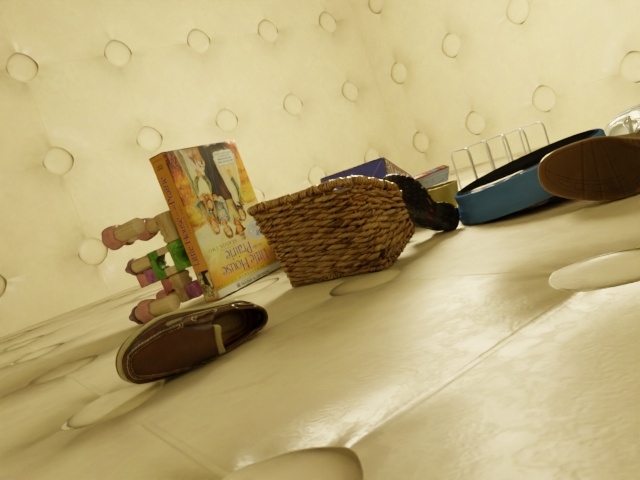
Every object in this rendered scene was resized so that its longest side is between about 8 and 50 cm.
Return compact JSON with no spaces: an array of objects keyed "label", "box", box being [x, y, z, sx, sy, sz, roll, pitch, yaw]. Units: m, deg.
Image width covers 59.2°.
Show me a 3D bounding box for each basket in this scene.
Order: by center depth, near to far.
[{"label":"basket","box":[0.034,-0.056,1.264,0.299,0.222,0.213,-15,22,39]}]

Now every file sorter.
[{"label":"file sorter","box":[0.596,-0.262,1.864,0.278,0.172,0.193,-20,5,-4]}]

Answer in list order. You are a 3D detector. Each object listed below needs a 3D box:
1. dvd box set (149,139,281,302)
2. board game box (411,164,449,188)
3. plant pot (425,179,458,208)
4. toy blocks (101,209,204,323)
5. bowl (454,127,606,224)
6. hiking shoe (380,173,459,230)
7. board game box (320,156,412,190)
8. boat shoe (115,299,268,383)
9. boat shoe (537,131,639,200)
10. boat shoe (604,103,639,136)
[{"label":"dvd box set","box":[-0.286,-0.069,1.620,0.062,0.419,0.308,-18,4,35]},{"label":"board game box","box":[0.296,-0.126,1.693,0.027,0.144,0.281,19,31,41]},{"label":"plant pot","box":[0.335,-0.106,1.598,0.134,0.095,0.134,-18,5,2]},{"label":"toy blocks","box":[-0.459,0.067,1.610,0.260,0.288,0.309,-21,5,33]},{"label":"bowl","box":[0.507,-0.157,1.365,0.392,0.077,0.391,-27,4,2]},{"label":"hiking shoe","box":[0.220,-0.076,1.356,0.114,0.227,0.086,-28,37,55]},{"label":"board game box","box":[0.173,-0.150,1.899,0.232,0.140,0.291,-16,-13,23]},{"label":"boat shoe","box":[-0.190,0.149,0.888,0.095,0.095,0.258,-5,13,43]},{"label":"boat shoe","box":[0.597,-0.146,1.088,0.342,0.121,0.110,-7,4,15]},{"label":"boat shoe","box":[0.812,-0.252,1.366,0.157,0.135,0.367,-24,17,-17]}]
